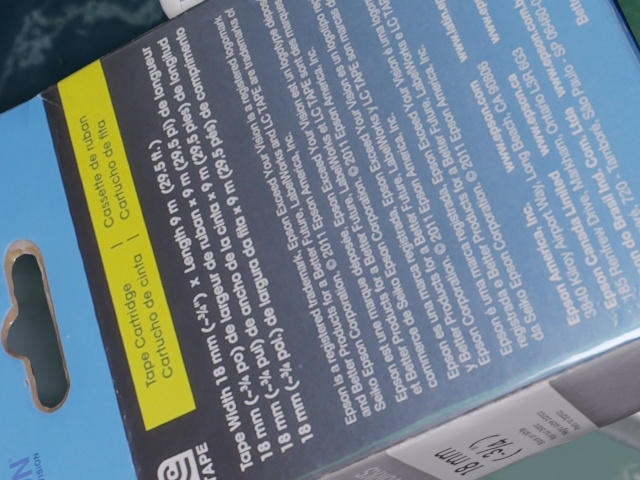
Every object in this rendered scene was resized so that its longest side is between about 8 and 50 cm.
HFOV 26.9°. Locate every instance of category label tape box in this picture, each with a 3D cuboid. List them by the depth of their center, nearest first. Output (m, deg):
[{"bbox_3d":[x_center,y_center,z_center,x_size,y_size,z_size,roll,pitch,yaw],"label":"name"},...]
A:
[{"bbox_3d":[0.000,0.000,0.620,0.334,0.106,0.240,-25,64,15],"label":"label tape box"}]

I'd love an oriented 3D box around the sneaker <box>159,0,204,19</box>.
[{"bbox_3d":[0.012,-0.188,0.643,0.126,0.091,0.240,32,114,11],"label":"sneaker"}]
